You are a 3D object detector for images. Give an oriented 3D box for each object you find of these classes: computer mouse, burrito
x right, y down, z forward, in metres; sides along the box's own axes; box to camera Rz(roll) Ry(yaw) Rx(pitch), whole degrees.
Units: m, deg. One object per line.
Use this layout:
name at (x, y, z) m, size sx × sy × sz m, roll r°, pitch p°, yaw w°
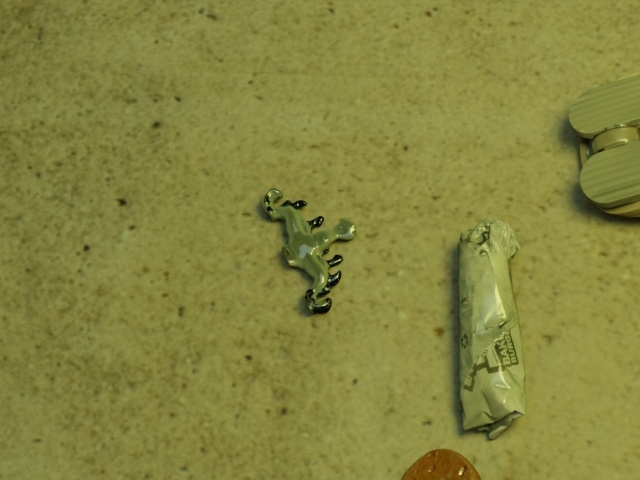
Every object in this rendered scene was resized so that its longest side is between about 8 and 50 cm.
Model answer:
computer mouse at (0.352, -0.098, 1.691) m, size 0.236 × 0.082 × 0.145 m, roll -7°, pitch 68°, yaw 6°
burrito at (0.155, 0.076, 1.665) m, size 0.064 × 0.064 × 0.203 m, roll -2°, pitch 68°, yaw 9°

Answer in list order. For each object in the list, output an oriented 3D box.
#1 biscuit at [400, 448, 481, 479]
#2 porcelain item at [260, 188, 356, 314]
biscuit at (0.079, 0.299, 1.570) m, size 0.165 × 0.036 × 0.250 m, roll 2°, pitch 65°, yaw 44°
porcelain item at (0.000, 0.000, 1.742) m, size 0.075 × 0.021 × 0.136 m, roll -24°, pitch 66°, yaw 0°
